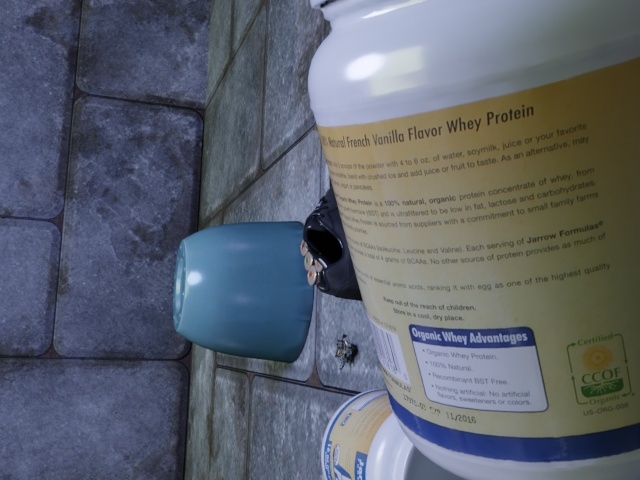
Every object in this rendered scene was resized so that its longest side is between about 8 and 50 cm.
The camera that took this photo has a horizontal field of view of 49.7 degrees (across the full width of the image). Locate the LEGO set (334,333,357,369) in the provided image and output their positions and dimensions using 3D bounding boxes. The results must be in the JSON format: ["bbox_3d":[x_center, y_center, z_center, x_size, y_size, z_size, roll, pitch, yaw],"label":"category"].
[{"bbox_3d":[0.041,0.173,1.089,0.083,0.023,0.054,-106,26,-76],"label":"LEGO set"}]

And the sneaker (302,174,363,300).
[{"bbox_3d":[0.035,-0.036,0.979,0.109,0.130,0.286,110,158,-43],"label":"sneaker"}]

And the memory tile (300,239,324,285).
[{"bbox_3d":[0.000,0.000,1.233,0.113,0.012,0.148,-105,33,-42],"label":"memory tile"}]

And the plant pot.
[{"bbox_3d":[-0.168,0.095,1.389,0.293,0.235,0.293,-175,90,-71],"label":"plant pot"}]

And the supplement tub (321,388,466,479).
[{"bbox_3d":[0.095,0.229,0.707,0.200,0.144,0.144,154,119,-69],"label":"supplement tub"}]

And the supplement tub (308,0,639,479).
[{"bbox_3d":[0.122,-0.040,0.423,0.228,0.228,0.316,-149,41,-70],"label":"supplement tub"}]
